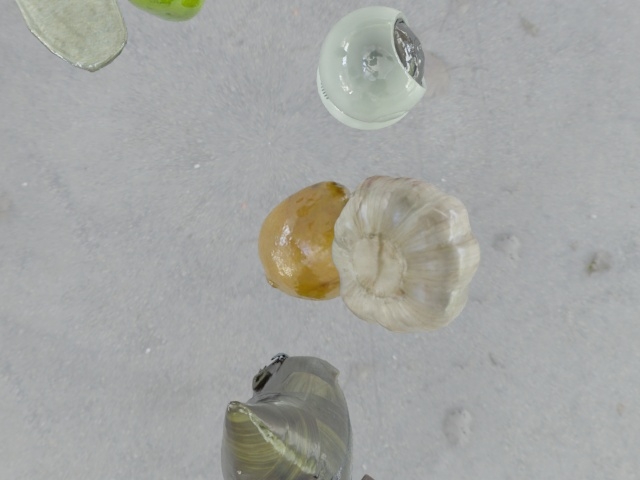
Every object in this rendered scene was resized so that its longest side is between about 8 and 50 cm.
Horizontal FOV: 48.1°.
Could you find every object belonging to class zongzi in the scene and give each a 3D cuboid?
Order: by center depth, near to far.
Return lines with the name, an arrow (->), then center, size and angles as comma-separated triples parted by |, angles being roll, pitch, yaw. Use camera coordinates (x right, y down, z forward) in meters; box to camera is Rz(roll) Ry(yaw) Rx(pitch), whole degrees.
zongzi -> -0.063, 0.266, 1.183 | 0.208, 0.403, 0.432 | -5, 128, 10

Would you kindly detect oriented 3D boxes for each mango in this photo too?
mango -> -0.235, -0.374, 1.049 | 0.117, 0.163, 0.089 | 26, 102, 10

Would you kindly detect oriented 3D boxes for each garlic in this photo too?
garlic -> 0.134, 0.008, 0.976 | 0.219, 0.212, 0.218 | 9, 105, 38

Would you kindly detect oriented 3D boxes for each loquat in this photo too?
loquat -> 0.000, 0.000, 1.217 | 0.234, 0.176, 0.187 | -37, 113, 12

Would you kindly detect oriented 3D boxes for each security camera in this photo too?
security camera -> 0.083, -0.288, 1.201 | 0.195, 0.236, 0.194 | 0, 91, 3

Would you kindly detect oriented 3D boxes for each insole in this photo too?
insole -> -0.195, -0.182, 0.513 | 0.063, 0.010, 0.192 | -42, 64, -8

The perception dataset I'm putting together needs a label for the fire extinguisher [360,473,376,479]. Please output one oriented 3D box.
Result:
fire extinguisher -> 0.152, 0.534, 1.314 | 0.231, 0.099, 0.071 | 33, 122, 18
